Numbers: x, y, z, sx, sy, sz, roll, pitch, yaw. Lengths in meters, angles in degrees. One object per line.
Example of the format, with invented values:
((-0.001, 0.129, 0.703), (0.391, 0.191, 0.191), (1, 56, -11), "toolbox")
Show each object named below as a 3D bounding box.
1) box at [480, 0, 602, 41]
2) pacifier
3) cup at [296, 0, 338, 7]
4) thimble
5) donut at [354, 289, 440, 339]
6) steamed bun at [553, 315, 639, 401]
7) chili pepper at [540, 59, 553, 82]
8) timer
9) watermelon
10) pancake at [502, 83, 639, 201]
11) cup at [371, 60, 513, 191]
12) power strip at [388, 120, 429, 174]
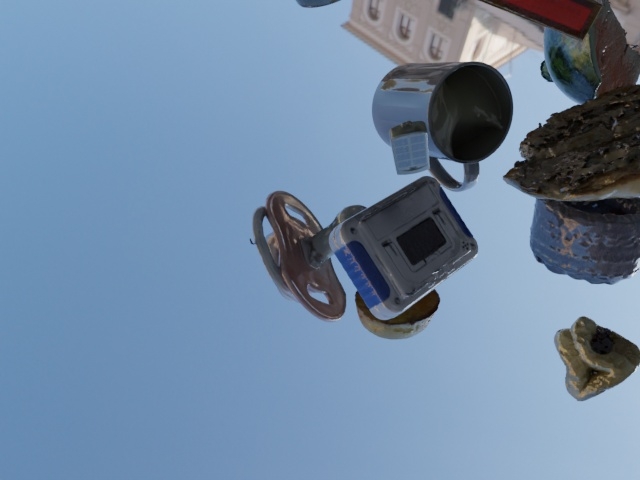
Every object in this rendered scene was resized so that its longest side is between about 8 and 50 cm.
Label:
((0.342, -0.424, 1.055), (0.239, 0.074, 0.153), (25, -140, 7), "box")
((-0.014, 0.019, 1.391), (0.272, 0.220, 0.332), (-12, -121, -7), "pacifier")
((-0.012, -0.359, 0.734), (0.198, 0.150, 0.199), (-12, -141, 10), "cup")
((0.559, -0.021, 1.315), (0.236, 0.172, 0.205), (16, -145, 31), "thimble")
((0.153, 0.138, 1.294), (0.178, 0.066, 0.162), (-20, -141, -30), "donut")
((0.613, 0.255, 1.440), (0.140, 0.172, 0.155), (-27, -103, -48), "steamed bun")
((0.721, -0.510, 1.797), (0.060, 0.224, 0.098), (16, -101, -24), "chili pepper")
((0.151, 0.004, 1.073), (0.253, 0.078, 0.178), (-31, -94, -35), "timer")
((0.571, -0.400, 1.342), (0.305, 0.180, 0.224), (26, -148, -46), "watermelon")
((0.514, -0.177, 1.135), (0.382, 0.071, 0.382), (-25, -158, 11), "pancake")
((0.300, -0.290, 1.602), (0.236, 0.323, 0.327), (-18, -161, -17), "cup")
((0.199, -0.196, 1.391), (0.079, 0.227, 0.029), (-12, -111, 8), "power strip")
